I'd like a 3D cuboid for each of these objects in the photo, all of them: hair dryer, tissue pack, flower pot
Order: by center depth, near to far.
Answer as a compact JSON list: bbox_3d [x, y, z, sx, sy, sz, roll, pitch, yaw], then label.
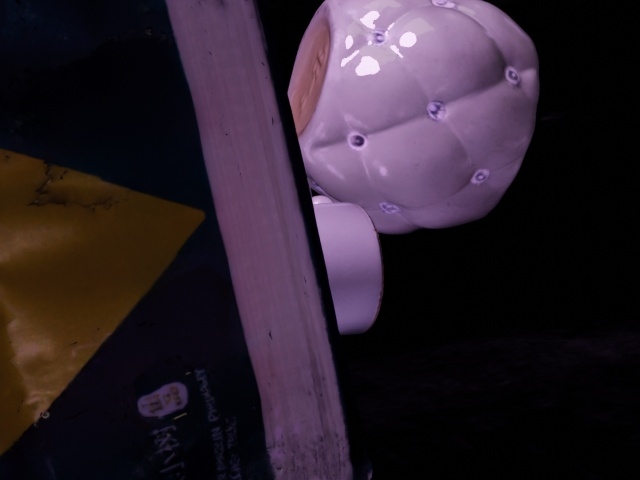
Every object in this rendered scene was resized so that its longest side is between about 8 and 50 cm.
[{"bbox_3d":[-0.151,-0.020,1.166,0.253,0.417,0.264,-18,17,-25],"label":"tissue pack"},{"bbox_3d":[-0.097,0.012,1.580,0.173,0.108,0.357,-1,6,-23],"label":"hair dryer"},{"bbox_3d":[0.078,-0.127,1.743,0.195,0.246,0.246,12,10,-16],"label":"flower pot"}]

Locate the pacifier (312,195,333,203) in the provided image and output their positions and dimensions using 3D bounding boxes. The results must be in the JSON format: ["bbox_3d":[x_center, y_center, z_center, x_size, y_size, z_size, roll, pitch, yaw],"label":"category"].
[{"bbox_3d":[0.000,0.000,1.648,0.099,0.078,0.081,1,-3,37],"label":"pacifier"}]
